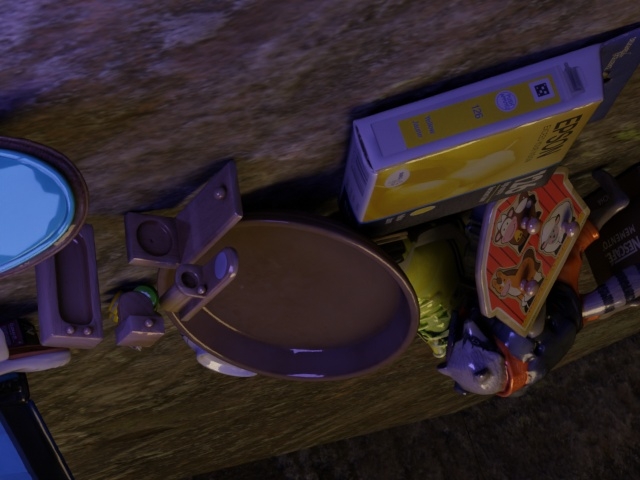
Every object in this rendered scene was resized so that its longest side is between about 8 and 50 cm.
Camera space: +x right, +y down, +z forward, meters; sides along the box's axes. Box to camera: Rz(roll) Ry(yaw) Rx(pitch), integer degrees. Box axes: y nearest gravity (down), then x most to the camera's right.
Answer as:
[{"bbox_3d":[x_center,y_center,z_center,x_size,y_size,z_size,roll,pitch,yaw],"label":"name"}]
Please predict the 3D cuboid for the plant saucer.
[{"bbox_3d":[-0.032,0.055,1.692,0.277,0.041,0.278,6,142,5],"label":"plant saucer"}]

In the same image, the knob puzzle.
[{"bbox_3d":[0.234,0.003,1.794,0.030,0.213,0.213,23,-164,37],"label":"knob puzzle"}]

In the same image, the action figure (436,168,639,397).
[{"bbox_3d":[0.270,0.058,1.940,0.330,0.178,0.341,-39,145,-26],"label":"action figure"}]

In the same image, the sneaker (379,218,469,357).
[{"bbox_3d":[0.156,0.067,2.065,0.145,0.147,0.384,-23,166,26],"label":"sneaker"}]

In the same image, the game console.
[{"bbox_3d":[-0.454,0.247,1.767,0.293,0.173,0.250,-11,-179,17],"label":"game console"}]

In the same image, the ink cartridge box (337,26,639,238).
[{"bbox_3d":[0.174,-0.095,1.580,0.307,0.072,0.303,-16,168,-5],"label":"ink cartridge box"}]

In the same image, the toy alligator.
[{"bbox_3d":[-0.205,0.083,1.849,0.051,0.056,0.190,-57,176,-15],"label":"toy alligator"}]

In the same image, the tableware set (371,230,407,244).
[{"bbox_3d":[0.000,0.000,1.809,0.194,0.039,0.128,-13,179,1],"label":"tableware set"}]

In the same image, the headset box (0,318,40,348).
[{"bbox_3d":[-0.354,0.115,1.801,0.083,0.032,0.062,-21,168,6],"label":"headset box"}]

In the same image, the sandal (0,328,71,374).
[{"bbox_3d":[-0.360,0.105,1.663,0.102,0.076,0.265,-4,-179,28],"label":"sandal"}]

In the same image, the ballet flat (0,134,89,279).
[{"bbox_3d":[-0.326,-0.003,1.196,0.342,0.116,0.124,-20,-172,7],"label":"ballet flat"}]

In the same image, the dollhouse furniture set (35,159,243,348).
[{"bbox_3d":[-0.160,0.011,1.440,0.151,0.144,0.123,7,151,-31],"label":"dollhouse furniture set"}]

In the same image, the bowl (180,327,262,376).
[{"bbox_3d":[-0.098,0.106,1.852,0.170,0.080,0.170,12,158,5],"label":"bowl"}]

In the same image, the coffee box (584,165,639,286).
[{"bbox_3d":[0.510,-0.042,2.166,0.297,0.119,0.168,-12,167,-27],"label":"coffee box"}]
